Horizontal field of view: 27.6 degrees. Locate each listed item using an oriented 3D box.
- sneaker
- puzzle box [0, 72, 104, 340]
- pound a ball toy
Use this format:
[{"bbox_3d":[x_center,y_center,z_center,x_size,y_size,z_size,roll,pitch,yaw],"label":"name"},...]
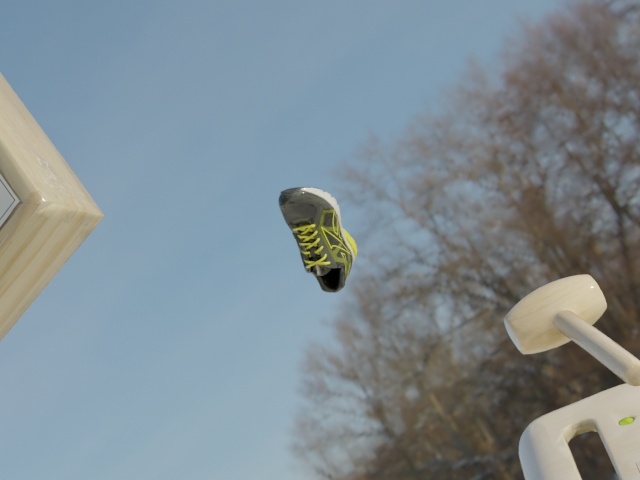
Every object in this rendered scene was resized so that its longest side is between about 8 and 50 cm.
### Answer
[{"bbox_3d":[0.000,0.000,0.771,0.031,0.035,0.083,-12,-39,24],"label":"sneaker"},{"bbox_3d":[-0.330,0.035,0.775,0.409,0.272,0.052,-48,-29,14],"label":"puzzle box"},{"bbox_3d":[0.185,0.174,0.878,0.135,0.208,0.319,-25,13,8],"label":"pound a ball toy"}]
